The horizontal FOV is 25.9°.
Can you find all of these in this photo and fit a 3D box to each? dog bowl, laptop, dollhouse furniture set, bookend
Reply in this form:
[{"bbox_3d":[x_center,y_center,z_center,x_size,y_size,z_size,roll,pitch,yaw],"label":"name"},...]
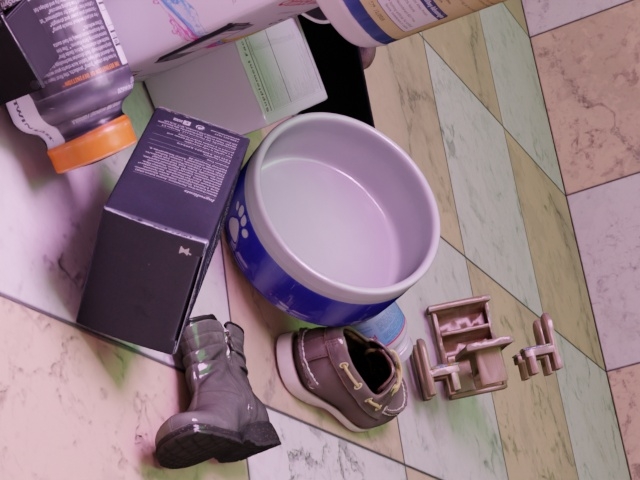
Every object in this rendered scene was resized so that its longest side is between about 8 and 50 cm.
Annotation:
[{"bbox_3d":[0.015,-0.027,1.776,0.265,0.104,0.265,15,55,-22],"label":"dog bowl"},{"bbox_3d":[0.025,-0.279,2.073,0.264,0.136,0.234,-67,149,-59],"label":"laptop"},{"bbox_3d":[0.251,0.161,2.252,0.242,0.212,0.161,100,-21,-78],"label":"dollhouse furniture set"},{"bbox_3d":[-0.300,-0.171,1.231,0.072,0.157,0.156,62,24,-24],"label":"bookend"}]

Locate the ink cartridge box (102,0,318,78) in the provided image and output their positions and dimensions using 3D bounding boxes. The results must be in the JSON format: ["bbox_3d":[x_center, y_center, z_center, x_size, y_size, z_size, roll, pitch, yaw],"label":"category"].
[{"bbox_3d":[-0.137,-0.271,1.500,0.131,0.306,0.226,70,22,-4],"label":"ink cartridge box"}]

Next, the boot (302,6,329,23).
[{"bbox_3d":[-0.049,-0.392,1.864,0.244,0.088,0.176,36,29,-1],"label":"boot"}]

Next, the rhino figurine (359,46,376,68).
[{"bbox_3d":[0.032,-0.354,2.210,0.243,0.073,0.106,-116,-148,-49],"label":"rhino figurine"}]

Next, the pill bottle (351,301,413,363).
[{"bbox_3d":[0.071,0.110,2.005,0.160,0.087,0.087,56,26,-35],"label":"pill bottle"}]

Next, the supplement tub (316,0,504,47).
[{"bbox_3d":[0.144,-0.344,1.386,0.228,0.316,0.228,49,32,-46],"label":"supplement tub"}]

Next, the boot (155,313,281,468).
[{"bbox_3d":[-0.131,0.158,1.511,0.161,0.083,0.246,70,15,14],"label":"boot"}]

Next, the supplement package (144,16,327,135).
[{"bbox_3d":[-0.107,-0.204,1.757,0.139,0.134,0.244,69,21,-6],"label":"supplement package"}]

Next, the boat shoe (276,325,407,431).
[{"bbox_3d":[0.055,0.183,1.892,0.324,0.096,0.117,35,42,-57],"label":"boat shoe"}]

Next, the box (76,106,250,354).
[{"bbox_3d":[-0.158,-0.013,1.421,0.207,0.108,0.153,-74,-177,-56],"label":"box"}]

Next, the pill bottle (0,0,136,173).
[{"bbox_3d":[-0.266,-0.192,1.367,0.246,0.130,0.130,68,22,-9],"label":"pill bottle"}]
